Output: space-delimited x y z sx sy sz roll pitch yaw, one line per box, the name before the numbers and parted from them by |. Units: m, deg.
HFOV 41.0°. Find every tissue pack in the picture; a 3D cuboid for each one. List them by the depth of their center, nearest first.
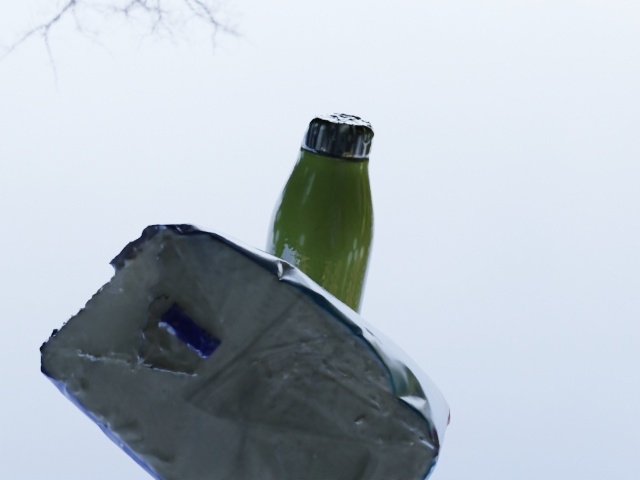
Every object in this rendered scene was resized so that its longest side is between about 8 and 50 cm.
tissue pack | -0.022 0.091 0.555 0.209 0.137 0.270 35 180 12

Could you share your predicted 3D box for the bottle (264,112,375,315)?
bottle | 0.000 0.000 0.882 0.112 0.260 0.112 9 -161 -3
